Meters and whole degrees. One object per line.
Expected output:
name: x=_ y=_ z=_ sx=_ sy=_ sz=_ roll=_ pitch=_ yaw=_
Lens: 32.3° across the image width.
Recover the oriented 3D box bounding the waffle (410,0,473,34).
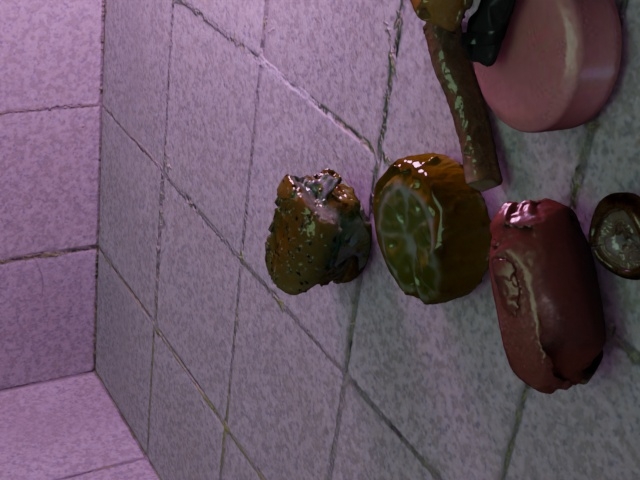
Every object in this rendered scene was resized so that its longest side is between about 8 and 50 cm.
waffle: x=0.180 y=-0.500 z=1.616 sx=0.348 sy=0.078 sz=0.304 roll=-102 pitch=24 yaw=-56

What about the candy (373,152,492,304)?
candy: x=0.181 y=-0.019 z=1.841 sx=0.260 sy=0.118 sz=0.259 roll=34 pitch=129 yaw=56

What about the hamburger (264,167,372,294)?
hamburger: x=0.000 y=0.000 z=2.120 sx=0.192 sy=0.168 sz=0.288 roll=55 pitch=142 yaw=42

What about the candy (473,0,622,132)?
candy: x=0.311 y=-0.280 z=1.548 sx=0.255 sy=0.094 sz=0.255 roll=28 pitch=123 yaw=56

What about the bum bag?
bum bag: x=0.235 y=-0.326 z=1.520 sx=0.087 sy=0.049 sz=0.197 roll=-118 pitch=32 yaw=-40

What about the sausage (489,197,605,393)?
sausage: x=0.321 y=0.076 z=1.578 sx=0.152 sy=0.152 sz=0.279 roll=-18 pitch=82 yaw=61

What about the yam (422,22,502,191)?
yam: x=0.228 y=-0.219 z=1.751 sx=0.066 sy=0.066 sz=0.299 roll=-36 pitch=66 yaw=59

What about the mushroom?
mushroom: x=0.414 y=-0.006 z=1.487 sx=0.123 sy=0.052 sz=0.123 roll=41 pitch=140 yaw=47
